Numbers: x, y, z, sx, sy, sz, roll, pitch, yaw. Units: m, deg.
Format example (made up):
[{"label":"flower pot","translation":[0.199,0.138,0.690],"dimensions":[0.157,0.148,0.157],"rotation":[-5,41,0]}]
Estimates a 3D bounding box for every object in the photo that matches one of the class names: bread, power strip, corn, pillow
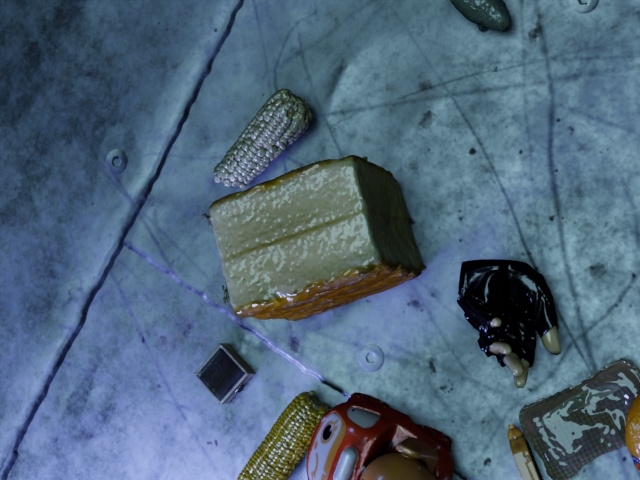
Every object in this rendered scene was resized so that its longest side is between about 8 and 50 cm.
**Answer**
[{"label":"bread","translation":[0.000,0.000,1.846],"dimensions":[0.279,0.279,0.207],"rotation":[-21,78,21]},{"label":"power strip","translation":[0.337,0.378,1.808],"dimensions":[0.028,0.049,0.178],"rotation":[-23,78,13]},{"label":"corn","translation":[-0.100,-0.173,2.006],"dimensions":[0.087,0.087,0.211],"rotation":[47,108,18]},{"label":"corn","translation":[-0.067,0.364,1.949],"dimensions":[0.080,0.080,0.238],"rotation":[39,97,19]},{"label":"pillow","translation":[0.428,0.282,1.789],"dimensions":[0.211,0.034,0.135],"rotation":[-31,75,14]}]

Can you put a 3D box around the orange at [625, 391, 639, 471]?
[{"label":"orange","translation":[0.540,0.286,1.675],"dimensions":[0.177,0.155,0.178],"rotation":[1,83,-5]}]

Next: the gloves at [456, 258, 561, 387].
[{"label":"gloves","translation":[0.299,0.133,1.798],"dimensions":[0.164,0.124,0.203],"rotation":[2,78,3]}]

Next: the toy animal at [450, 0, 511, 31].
[{"label":"toy animal","translation":[0.228,-0.442,1.897],"dimensions":[0.070,0.079,0.253],"rotation":[-41,73,13]}]

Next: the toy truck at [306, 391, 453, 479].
[{"label":"toy truck","translation":[0.085,0.367,1.804],"dimensions":[0.265,0.239,0.189],"rotation":[22,93,22]}]

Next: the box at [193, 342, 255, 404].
[{"label":"box","translation":[-0.170,0.240,2.020],"dimensions":[0.083,0.035,0.079],"rotation":[44,101,19]}]
